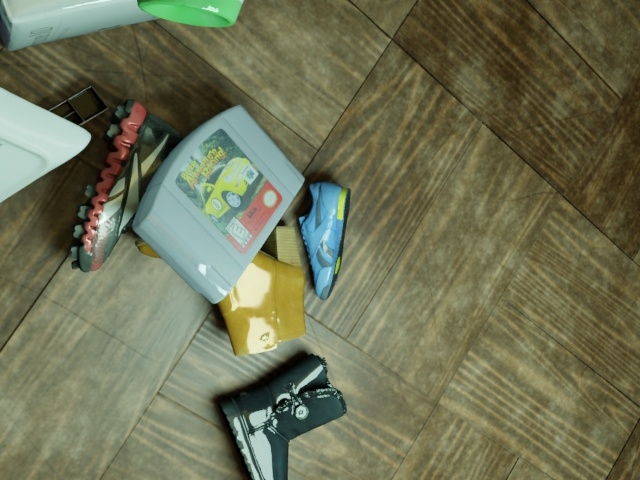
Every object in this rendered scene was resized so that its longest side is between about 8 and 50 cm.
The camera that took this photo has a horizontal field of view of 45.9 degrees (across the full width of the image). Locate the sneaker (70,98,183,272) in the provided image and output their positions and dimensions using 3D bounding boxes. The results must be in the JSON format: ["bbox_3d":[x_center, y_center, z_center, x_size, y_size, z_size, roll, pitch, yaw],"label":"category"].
[{"bbox_3d":[-0.294,-0.072,1.167,0.135,0.098,0.275,22,86,-22],"label":"sneaker"}]

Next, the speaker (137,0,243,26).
[{"bbox_3d":[-0.128,-0.396,0.831,0.131,0.131,0.296,6,95,-24],"label":"speaker"}]

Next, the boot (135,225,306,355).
[{"bbox_3d":[-0.151,0.084,1.234,0.295,0.104,0.211,-2,86,-32],"label":"boot"}]

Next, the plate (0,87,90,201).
[{"bbox_3d":[-0.478,-0.098,0.955,0.278,0.277,0.045,-28,67,16],"label":"plate"}]

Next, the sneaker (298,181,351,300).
[{"bbox_3d":[0.000,0.000,1.330,0.082,0.069,0.209,9,103,9],"label":"sneaker"}]

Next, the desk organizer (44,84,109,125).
[{"bbox_3d":[-0.388,-0.185,1.140,0.130,0.050,0.047,-35,108,-16],"label":"desk organizer"}]

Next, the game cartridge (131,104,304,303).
[{"bbox_3d":[-0.153,-0.073,1.165,0.196,0.060,0.294,45,50,-18],"label":"game cartridge"}]

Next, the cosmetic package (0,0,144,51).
[{"bbox_3d":[-0.270,-0.469,1.008,0.394,0.329,0.327,-19,104,-20],"label":"cosmetic package"}]

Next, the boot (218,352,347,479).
[{"bbox_3d":[-0.043,0.343,1.323,0.207,0.094,0.246,-22,98,-16],"label":"boot"}]
